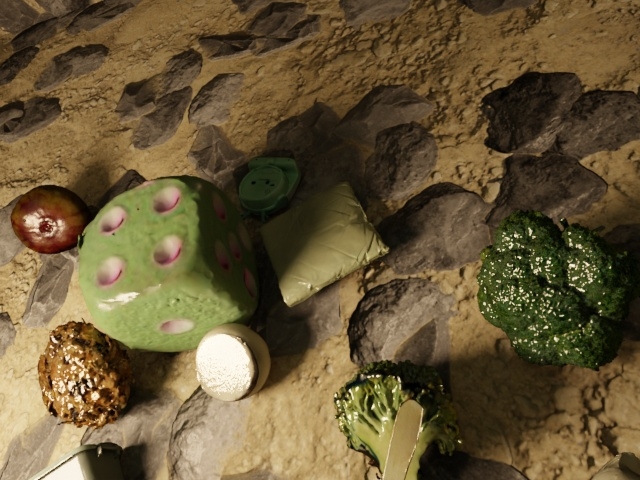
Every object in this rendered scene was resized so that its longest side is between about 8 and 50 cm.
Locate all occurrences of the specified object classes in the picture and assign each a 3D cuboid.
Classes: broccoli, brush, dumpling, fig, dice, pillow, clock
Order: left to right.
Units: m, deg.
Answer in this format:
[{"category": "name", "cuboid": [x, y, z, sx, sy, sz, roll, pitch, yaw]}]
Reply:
[{"category": "fig", "cuboid": [-0.825, -0.100, 1.646, 0.216, 0.217, 0.321, -30, 31, 2]}, {"category": "dice", "cuboid": [-0.345, 0.060, 1.251, 0.322, 0.318, 0.330, -20, 56, 9]}, {"category": "clock", "cuboid": [-0.152, -0.136, 1.442, 0.159, 0.066, 0.211, 3, 55, 25]}, {"category": "pillow", "cuboid": [-0.001, 0.002, 1.301, 0.274, 0.076, 0.281, -29, 47, 2]}, {"category": "brush", "cuboid": [0.115, 0.430, 0.883, 0.085, 0.020, 0.337, 16, 90, 15]}, {"category": "broccoli", "cuboid": [0.158, 0.340, 1.009, 0.242, 0.273, 0.180, -13, 11, 25]}, {"category": "broccoli", "cuboid": [0.446, 0.074, 0.981, 0.283, 0.304, 0.321, -20, 51, -29]}, {"category": "dumpling", "cuboid": [0.487, 0.432, 0.828, 0.127, 0.108, 0.188, 36, 59, 11]}]

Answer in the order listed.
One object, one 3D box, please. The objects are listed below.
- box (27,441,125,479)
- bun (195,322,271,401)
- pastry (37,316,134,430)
[{"category": "box", "cuboid": [-0.535, 0.559, 1.125, 0.243, 0.163, 0.135, -33, 62, -2]}, {"category": "bun", "cuboid": [-0.187, 0.266, 1.180, 0.172, 0.120, 0.173, 2, 97, 22]}, {"category": "pastry", "cuboid": [-0.538, 0.313, 1.242, 0.274, 0.192, 0.275, -1, 89, 35]}]
